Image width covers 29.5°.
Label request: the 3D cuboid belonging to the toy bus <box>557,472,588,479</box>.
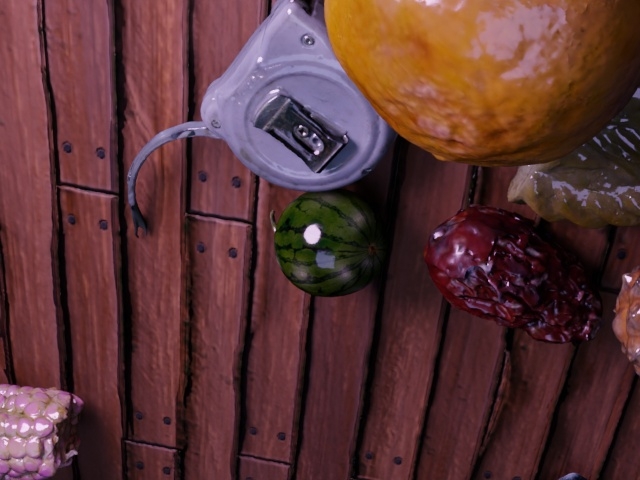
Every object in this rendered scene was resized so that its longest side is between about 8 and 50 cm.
[{"bbox_3d":[0.321,0.361,1.233,0.256,0.147,0.128,30,127,-13],"label":"toy bus"}]

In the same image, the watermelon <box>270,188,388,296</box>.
[{"bbox_3d":[0.005,0.003,1.045,0.109,0.109,0.109,6,130,8],"label":"watermelon"}]

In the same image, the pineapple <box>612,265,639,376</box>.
[{"bbox_3d":[0.335,0.044,0.966,0.166,0.166,0.193,32,134,-13],"label":"pineapple"}]

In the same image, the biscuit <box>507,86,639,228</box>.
[{"bbox_3d":[0.267,-0.105,0.937,0.187,0.036,0.274,13,130,2],"label":"biscuit"}]

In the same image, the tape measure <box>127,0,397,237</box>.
[{"bbox_3d":[-0.060,-0.062,1.016,0.164,0.084,0.330,34,126,-10],"label":"tape measure"}]

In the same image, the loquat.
[{"bbox_3d":[0.115,-0.154,0.821,0.238,0.193,0.238,15,123,24],"label":"loquat"}]

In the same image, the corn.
[{"bbox_3d":[-0.412,0.201,1.293,0.335,0.127,0.127,-3,128,10],"label":"corn"}]

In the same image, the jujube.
[{"bbox_3d":[0.164,0.031,1.036,0.166,0.104,0.104,32,129,-23],"label":"jujube"}]
